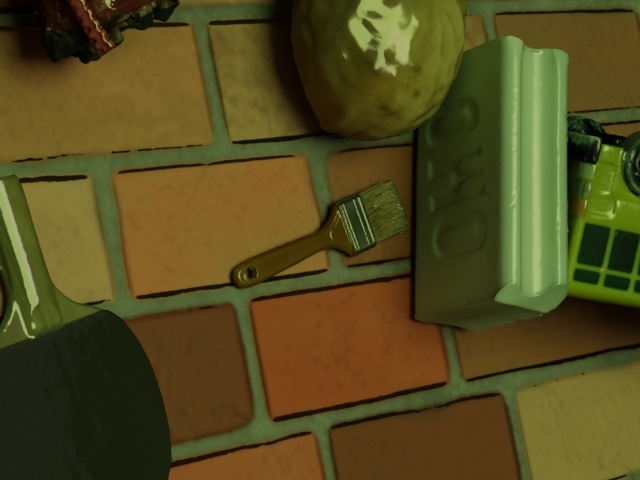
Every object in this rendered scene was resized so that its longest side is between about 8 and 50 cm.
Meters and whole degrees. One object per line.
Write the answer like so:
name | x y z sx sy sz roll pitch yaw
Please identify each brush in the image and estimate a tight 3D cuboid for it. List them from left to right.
brush | 0.000 0.000 1.359 0.170 0.014 0.043 -25 98 -38

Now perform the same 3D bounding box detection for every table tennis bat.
table tennis bat | -0.171 0.079 1.199 0.138 0.022 0.246 -21 95 -39

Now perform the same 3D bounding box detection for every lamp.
lamp | -0.183 -0.240 1.205 0.118 0.118 0.253 -34 98 -38

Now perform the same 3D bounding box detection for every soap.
soap | 0.126 -0.040 1.397 0.066 0.119 0.198 10 74 -31

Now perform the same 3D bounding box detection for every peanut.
peanut | 0.041 -0.149 1.365 0.140 0.109 0.159 27 76 -20

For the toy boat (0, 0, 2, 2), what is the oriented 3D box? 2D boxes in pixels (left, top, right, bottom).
toy boat | -0.364 -0.197 1.054 0.392 0.136 0.079 18 101 -35

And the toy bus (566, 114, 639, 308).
toy bus | 0.277 -0.007 1.466 0.262 0.128 0.150 10 95 -25
